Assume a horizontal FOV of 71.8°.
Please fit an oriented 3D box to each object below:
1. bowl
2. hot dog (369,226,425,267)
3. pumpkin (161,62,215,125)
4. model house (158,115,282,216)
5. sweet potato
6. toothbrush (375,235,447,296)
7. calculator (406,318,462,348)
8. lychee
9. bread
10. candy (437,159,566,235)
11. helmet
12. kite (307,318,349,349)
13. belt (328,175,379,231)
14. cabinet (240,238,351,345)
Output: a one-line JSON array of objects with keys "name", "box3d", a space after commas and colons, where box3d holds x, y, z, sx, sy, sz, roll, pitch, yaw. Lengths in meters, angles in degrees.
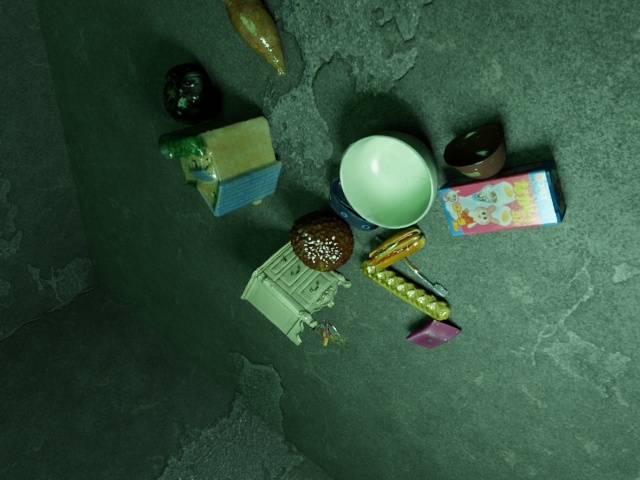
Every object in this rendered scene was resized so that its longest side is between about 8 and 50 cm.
[{"name": "bowl", "box3d": [0.227, -0.201, 1.370, 0.307, 0.163, 0.306, 20, 129, 28]}, {"name": "hot dog", "box3d": [0.258, 0.032, 1.549, 0.236, 0.062, 0.092, -37, 92, 35]}, {"name": "pumpkin", "box3d": [-0.514, -0.570, 1.729, 0.233, 0.163, 0.232, 11, 106, 41]}, {"name": "model house", "box3d": [-0.397, -0.279, 1.727, 0.382, 0.335, 0.342, 13, 124, 46]}, {"name": "sweet potato", "box3d": [-0.209, -0.690, 1.430, 0.131, 0.131, 0.336, -23, 101, 46]}, {"name": "toothbrush", "box3d": [0.322, 0.090, 1.588, 0.321, 0.023, 0.031, 39, 129, 11]}, {"name": "calculator", "box3d": [0.417, 0.353, 1.641, 0.127, 0.034, 0.190, 21, 140, -15]}, {"name": "lychee", "box3d": [0.000, 0.000, 1.641, 0.236, 0.271, 0.235, -14, 67, 36]}, {"name": "bread", "box3d": [0.305, 0.177, 1.625, 0.368, 0.084, 0.077, 31, 89, 19]}, {"name": "candy", "box3d": [0.504, -0.114, 1.247, 0.306, 0.100, 0.157, -7, 111, 43]}, {"name": "helmet", "box3d": [0.433, -0.226, 1.214, 0.175, 0.155, 0.106, 6, 148, 49]}, {"name": "kite", "box3d": [0.036, 0.439, 2.068, 0.241, 0.014, 0.183, 27, 133, 22]}, {"name": "belt", "box3d": [0.120, -0.120, 1.541, 0.218, 0.122, 0.128, 41, 161, 12]}, {"name": "cabinet", "box3d": [-0.099, 0.204, 1.822, 0.318, 0.290, 0.227, 40, 138, 8]}]
